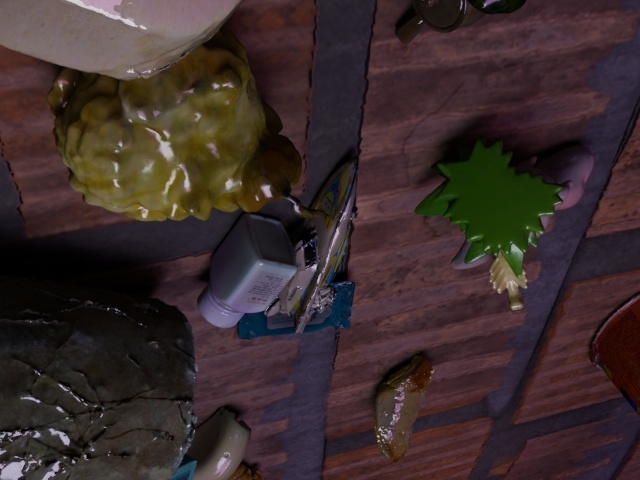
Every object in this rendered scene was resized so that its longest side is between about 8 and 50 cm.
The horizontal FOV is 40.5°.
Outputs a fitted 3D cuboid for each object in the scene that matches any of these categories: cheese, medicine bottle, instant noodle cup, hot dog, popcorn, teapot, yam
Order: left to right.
[{"bbox_3d":[-0.302,0.140,0.809,0.348,0.241,0.241,7,133,-33],"label":"yam"},{"bbox_3d":[-0.111,-0.083,0.694,0.195,0.173,0.168,47,64,-44],"label":"popcorn"},{"bbox_3d":[-0.161,0.300,1.170,0.047,0.092,0.171,35,108,-30],"label":"cheese"},{"bbox_3d":[-0.157,0.392,1.311,0.165,0.045,0.071,-41,139,22],"label":"hot dog"},{"bbox_3d":[-0.081,0.037,0.915,0.055,0.074,0.118,13,129,-37],"label":"medicine bottle"},{"bbox_3d":[0.108,0.230,1.237,0.078,0.061,0.169,5,108,-40],"label":"hot dog"},{"bbox_3d":[0.099,-0.213,0.742,0.080,0.085,0.110,-29,177,-28],"label":"teapot"},{"bbox_3d":[0.561,0.195,1.307,0.250,0.192,0.250,-13,140,-11],"label":"instant noodle cup"}]

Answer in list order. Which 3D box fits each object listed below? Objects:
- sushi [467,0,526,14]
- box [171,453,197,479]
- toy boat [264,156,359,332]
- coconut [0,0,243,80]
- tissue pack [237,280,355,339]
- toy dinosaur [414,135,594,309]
[{"bbox_3d":[0.165,-0.342,0.516,0.352,0.178,0.294,-34,138,12],"label":"sushi"},{"bbox_3d":[-0.268,0.250,0.943,0.229,0.162,0.041,-8,117,-60],"label":"box"},{"bbox_3d":[0.000,0.000,0.919,0.066,0.084,0.210,2,126,-33],"label":"toy boat"},{"bbox_3d":[-0.129,-0.213,0.456,0.259,0.259,0.259,-13,140,-11],"label":"coconut"},{"bbox_3d":[-0.030,0.082,1.032,0.138,0.028,0.085,-7,136,-11],"label":"tissue pack"},{"bbox_3d":[0.202,-0.043,0.941,0.194,0.152,0.177,-59,153,6],"label":"toy dinosaur"}]
